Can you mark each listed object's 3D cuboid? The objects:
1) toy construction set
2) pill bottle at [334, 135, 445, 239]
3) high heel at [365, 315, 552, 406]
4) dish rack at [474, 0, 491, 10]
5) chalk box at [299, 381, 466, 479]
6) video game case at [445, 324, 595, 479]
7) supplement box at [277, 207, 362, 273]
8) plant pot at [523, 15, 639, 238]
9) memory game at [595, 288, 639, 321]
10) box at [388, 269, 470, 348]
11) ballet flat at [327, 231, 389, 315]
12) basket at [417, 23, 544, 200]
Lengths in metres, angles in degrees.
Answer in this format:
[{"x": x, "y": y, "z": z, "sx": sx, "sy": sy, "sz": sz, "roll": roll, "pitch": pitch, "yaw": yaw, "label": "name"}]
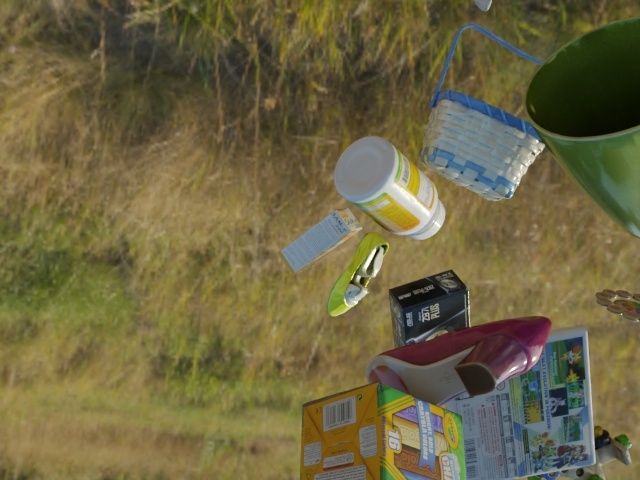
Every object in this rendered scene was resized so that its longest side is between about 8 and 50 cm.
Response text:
[{"x": 0.618, "y": 0.563, "z": 1.937, "sx": 0.237, "sy": 0.257, "sz": 0.309, "roll": -28, "pitch": 165, "yaw": -12, "label": "toy construction set"}, {"x": 0.146, "y": -0.093, "z": 1.639, "sx": 0.136, "sy": 0.136, "sz": 0.245, "roll": -10, "pitch": 152, "yaw": 33, "label": "pill bottle"}, {"x": 0.240, "y": 0.215, "z": 1.492, "sx": 0.181, "sy": 0.127, "sz": 0.377, "roll": -30, "pitch": -170, "yaw": -34, "label": "high heel"}, {"x": 0.181, "y": -0.485, "z": 1.048, "sx": 0.072, "sy": 0.333, "sz": 0.285, "roll": -17, "pitch": 136, "yaw": -1, "label": "dish rack"}, {"x": 0.126, "y": 0.373, "z": 1.381, "sx": 0.180, "sy": 0.179, "sz": 0.289, "roll": -25, "pitch": 140, "yaw": 38, "label": "chalk box"}, {"x": 0.411, "y": 0.348, "z": 1.723, "sx": 0.300, "sy": 0.329, "sz": 0.036, "roll": -10, "pitch": -159, "yaw": 1, "label": "video game case"}, {"x": 0.000, "y": 0.000, "z": 1.080, "sx": 0.098, "sy": 0.036, "sz": 0.062, "roll": -37, "pitch": 173, "yaw": 17, "label": "supplement box"}, {"x": 0.497, "y": -0.145, "z": 1.291, "sx": 0.275, "sy": 0.275, "sz": 0.293, "roll": -9, "pitch": 133, "yaw": 32, "label": "plant pot"}, {"x": 0.721, "y": 0.151, "z": 1.903, "sx": 0.186, "sy": 0.012, "sz": 0.186, "roll": 9, "pitch": -161, "yaw": -3, "label": "memory game"}, {"x": 0.228, "y": 0.169, "z": 1.724, "sx": 0.147, "sy": 0.077, "sz": 0.180, "roll": -16, "pitch": 124, "yaw": -11, "label": "box"}, {"x": 0.094, "y": 0.088, "z": 1.993, "sx": 0.077, "sy": 0.231, "sz": 0.077, "roll": 29, "pitch": 180, "yaw": 44, "label": "ballet flat"}, {"x": 0.325, "y": -0.242, "z": 1.608, "sx": 0.255, "sy": 0.289, "sz": 0.201, "roll": 27, "pitch": -175, "yaw": -6, "label": "basket"}]
